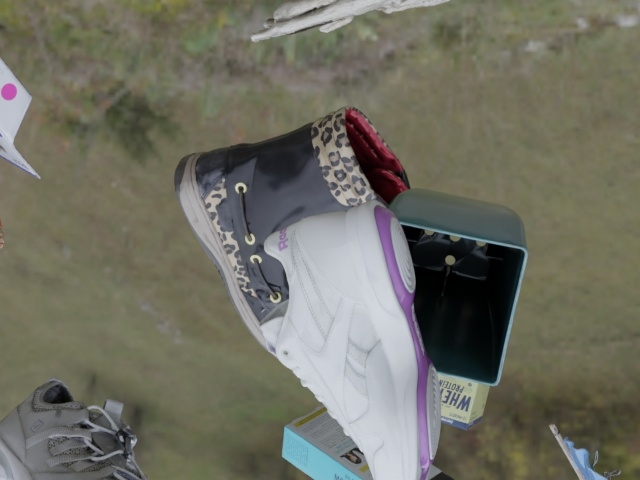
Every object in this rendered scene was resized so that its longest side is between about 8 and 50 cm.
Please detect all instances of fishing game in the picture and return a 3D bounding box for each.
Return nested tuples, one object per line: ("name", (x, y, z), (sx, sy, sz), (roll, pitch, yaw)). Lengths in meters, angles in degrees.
("fishing game", (0.349, 0.308, 1.612), (0.041, 0.189, 0.264), (-31, -175, -1))

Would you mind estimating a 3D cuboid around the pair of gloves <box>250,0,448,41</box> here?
("pair of gloves", (0.054, -0.258, 1.489), (0.204, 0.042, 0.240), (-8, -170, 27))

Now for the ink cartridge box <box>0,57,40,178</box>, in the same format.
("ink cartridge box", (-0.445, -0.236, 1.568), (0.175, 0.069, 0.371), (27, 155, 48))

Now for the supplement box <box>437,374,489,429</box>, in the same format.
("supplement box", (0.183, 0.193, 1.774), (0.056, 0.083, 0.083), (15, -174, 19))

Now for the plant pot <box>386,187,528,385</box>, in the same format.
("plant pot", (0.149, 0.031, 1.585), (0.165, 0.165, 0.234), (12, -159, 7))

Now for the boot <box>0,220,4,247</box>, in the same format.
("boot", (-0.443, -0.056, 1.639), (0.059, 0.085, 0.158), (-30, 129, 13))

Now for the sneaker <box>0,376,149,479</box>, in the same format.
("sneaker", (-0.200, 0.188, 1.176), (0.281, 0.115, 0.105), (19, 163, 46))

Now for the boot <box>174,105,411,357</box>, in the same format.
("boot", (0.000, 0.000, 1.915), (0.284, 0.138, 0.377), (-21, 110, 27))

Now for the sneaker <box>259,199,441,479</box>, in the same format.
("sneaker", (0.029, 0.115, 1.305), (0.152, 0.305, 0.114), (-9, -169, 14))

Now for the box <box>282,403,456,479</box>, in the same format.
("box", (0.066, 0.319, 1.912), (0.244, 0.060, 0.100), (30, -141, 35))
